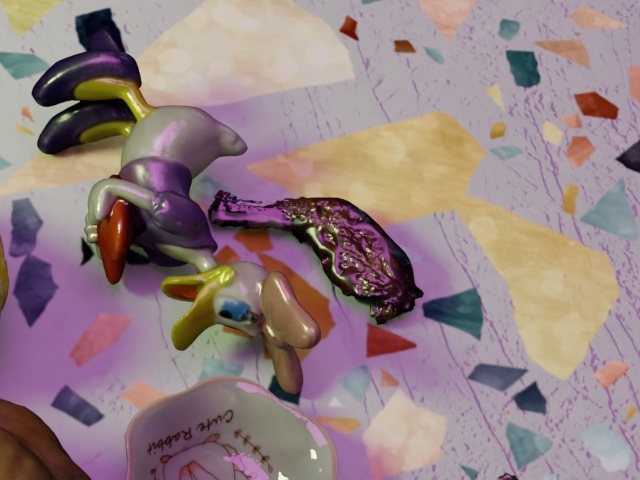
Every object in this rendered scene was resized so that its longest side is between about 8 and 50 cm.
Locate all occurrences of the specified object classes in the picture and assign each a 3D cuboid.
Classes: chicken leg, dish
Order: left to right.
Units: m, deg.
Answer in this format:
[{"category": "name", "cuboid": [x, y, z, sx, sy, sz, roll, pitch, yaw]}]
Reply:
[{"category": "dish", "cuboid": [-0.093, 0.247, 1.642, 0.229, 0.081, 0.229, 10, 53, -13]}, {"category": "chicken leg", "cuboid": [0.000, 0.000, 1.830, 0.253, 0.051, 0.106, 27, 63, 9]}]

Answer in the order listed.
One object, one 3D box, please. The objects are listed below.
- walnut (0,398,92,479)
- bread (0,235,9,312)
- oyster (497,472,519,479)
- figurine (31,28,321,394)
[{"category": "walnut", "cuboid": [-0.342, 0.272, 1.401, 0.383, 0.383, 0.383, 5, 59, -8]}, {"category": "bread", "cuboid": [-0.473, 0.023, 1.616, 0.333, 0.160, 0.333, 5, 32, -3]}, {"category": "oyster", "cuboid": [0.178, 0.343, 1.641, 0.214, 0.083, 0.223, -13, 80, -9]}, {"category": "figurine", "cuboid": [-0.146, -0.027, 1.756, 0.193, 0.154, 0.421, -19, 67, -18]}]
